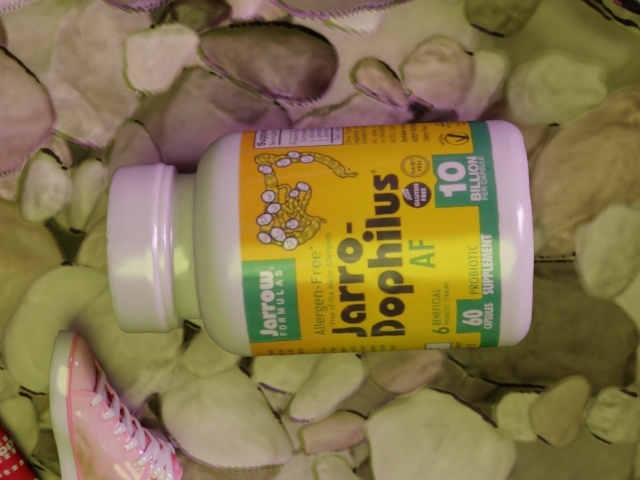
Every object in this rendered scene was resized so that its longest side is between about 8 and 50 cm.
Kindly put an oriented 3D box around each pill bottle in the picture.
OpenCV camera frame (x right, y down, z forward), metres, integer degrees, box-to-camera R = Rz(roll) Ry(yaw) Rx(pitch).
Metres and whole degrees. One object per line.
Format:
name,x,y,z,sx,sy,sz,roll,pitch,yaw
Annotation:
pill bottle,0.000,0.000,0.784,0.208,0.117,0.118,-2,111,2

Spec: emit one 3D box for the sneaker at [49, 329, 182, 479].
sneaker,-0.115,0.110,0.866,0.070,0.051,0.134,-3,115,0

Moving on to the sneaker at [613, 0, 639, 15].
sneaker,0.136,-0.184,0.738,0.077,0.072,0.178,-42,111,4

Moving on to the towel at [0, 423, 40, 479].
towel,-0.220,0.249,0.933,0.198,0.031,0.275,-24,109,9
